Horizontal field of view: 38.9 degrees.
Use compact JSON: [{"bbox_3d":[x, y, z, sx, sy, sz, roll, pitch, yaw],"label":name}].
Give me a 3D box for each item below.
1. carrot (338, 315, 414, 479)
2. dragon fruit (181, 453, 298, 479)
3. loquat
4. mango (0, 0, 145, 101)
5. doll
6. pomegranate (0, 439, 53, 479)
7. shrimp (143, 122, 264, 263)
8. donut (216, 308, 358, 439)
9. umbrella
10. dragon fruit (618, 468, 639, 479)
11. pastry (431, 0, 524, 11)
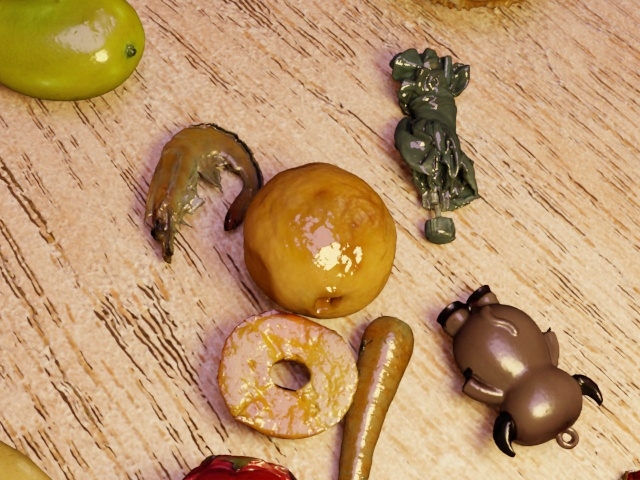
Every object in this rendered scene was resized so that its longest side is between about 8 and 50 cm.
[{"bbox_3d":[0.065,0.243,1.248,0.078,0.078,0.298,17,64,0],"label":"carrot"},{"bbox_3d":[-0.109,0.366,1.071,0.192,0.193,0.274,9,33,4],"label":"dragon fruit"},{"bbox_3d":[0.000,0.000,1.289,0.238,0.193,0.238,4,42,-3],"label":"loquat"},{"bbox_3d":[-0.410,-0.302,1.410,0.272,0.149,0.186,-10,71,-8],"label":"mango"},{"bbox_3d":[0.273,0.187,1.282,0.182,0.117,0.257,-27,69,-20],"label":"doll"},{"bbox_3d":[-0.398,0.359,0.987,0.319,0.319,0.319,4,62,-8],"label":"pomegranate"},{"bbox_3d":[-0.175,-0.073,1.385,0.173,0.058,0.253,12,59,-13],"label":"shrimp"},{"bbox_3d":[-0.045,0.189,1.242,0.190,0.075,0.174,3,68,-1],"label":"donut"},{"bbox_3d":[0.187,-0.161,1.468,0.143,0.094,0.349,2,64,-4],"label":"umbrella"},{"bbox_3d":[0.436,0.390,1.203,0.127,0.121,0.161,35,67,16],"label":"dragon fruit"},{"bbox_3d":[0.266,-0.584,1.617,0.409,0.245,0.410,4,58,-7],"label":"pastry"}]
